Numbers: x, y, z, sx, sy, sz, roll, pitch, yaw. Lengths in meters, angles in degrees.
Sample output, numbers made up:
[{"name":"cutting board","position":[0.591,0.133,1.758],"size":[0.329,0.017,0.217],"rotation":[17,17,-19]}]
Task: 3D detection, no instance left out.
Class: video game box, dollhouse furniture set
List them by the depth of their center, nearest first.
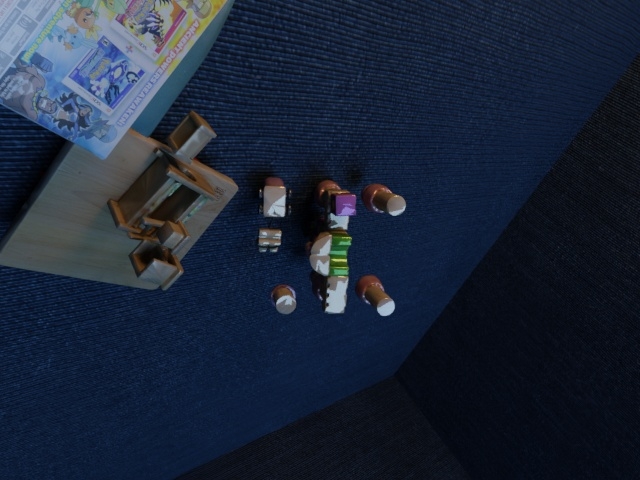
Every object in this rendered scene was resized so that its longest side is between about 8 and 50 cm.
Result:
[{"name":"video game box","position":[-0.205,-0.197,0.343],"size":[0.205,0.048,0.187],"rotation":[-50,144,3]},{"name":"dollhouse furniture set","position":[-0.174,-0.047,0.574],"size":[0.182,0.161,0.101],"rotation":[-44,147,9]}]

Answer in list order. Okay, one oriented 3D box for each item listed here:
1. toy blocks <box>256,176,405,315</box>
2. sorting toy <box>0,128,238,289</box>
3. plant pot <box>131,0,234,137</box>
[{"name":"toy blocks","position":[0.000,0.000,0.950],"size":[0.308,0.260,0.289],"rotation":[1,104,-13]},{"name":"sorting toy","position":[-0.312,-0.057,0.659],"size":[0.255,0.089,0.257],"rotation":[-48,146,13]},{"name":"plant pot","position":[-0.203,-0.277,0.448],"size":[0.234,0.166,0.165],"rotation":[-48,146,4]}]
